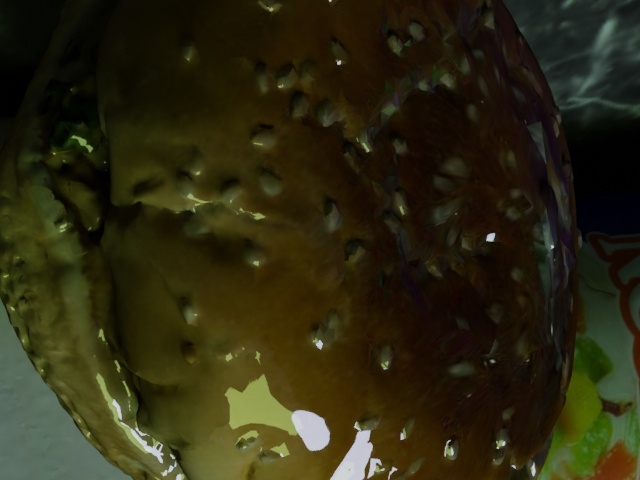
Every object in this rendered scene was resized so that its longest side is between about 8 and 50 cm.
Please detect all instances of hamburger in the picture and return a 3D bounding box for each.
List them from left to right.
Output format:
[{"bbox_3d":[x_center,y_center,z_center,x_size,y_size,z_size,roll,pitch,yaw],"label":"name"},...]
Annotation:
[{"bbox_3d":[0.000,0.000,0.575,0.146,0.286,0.243,-2,-166,34],"label":"hamburger"}]

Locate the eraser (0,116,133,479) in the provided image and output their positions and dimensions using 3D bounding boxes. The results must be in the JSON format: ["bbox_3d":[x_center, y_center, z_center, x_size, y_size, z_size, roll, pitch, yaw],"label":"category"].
[{"bbox_3d":[-0.165,0.118,0.727,0.150,0.331,0.331,-2,146,-33],"label":"eraser"}]

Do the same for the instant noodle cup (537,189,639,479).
[{"bbox_3d":[0.100,0.093,0.827,0.312,0.284,0.284,0,146,-20],"label":"instant noodle cup"}]
